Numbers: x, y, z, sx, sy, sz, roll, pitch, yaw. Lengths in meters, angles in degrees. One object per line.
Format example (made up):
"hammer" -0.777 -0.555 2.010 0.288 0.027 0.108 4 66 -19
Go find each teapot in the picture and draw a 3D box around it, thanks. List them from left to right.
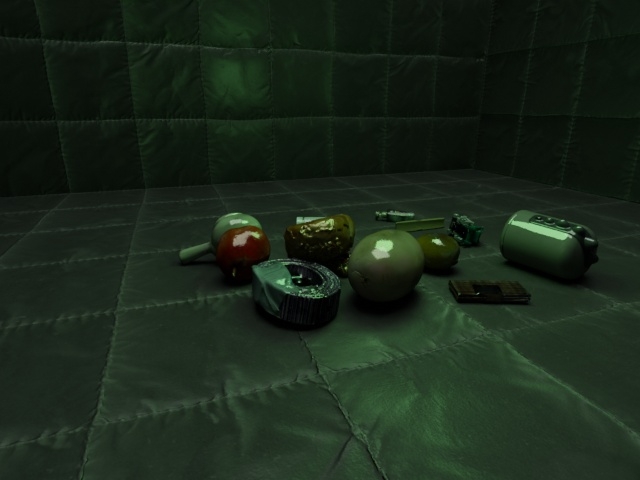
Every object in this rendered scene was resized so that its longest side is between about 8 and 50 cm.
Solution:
"teapot" -0.386 -0.005 1.593 0.317 0.220 0.149 -16 50 -29

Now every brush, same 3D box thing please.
"brush" 0.496 -0.080 2.045 0.281 0.054 0.048 -7 11 -20

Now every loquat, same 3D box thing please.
"loquat" 0.431 0.040 1.545 0.195 0.152 0.152 24 29 34

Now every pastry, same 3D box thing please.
"pastry" 0.000 0.000 1.487 0.254 0.162 0.310 -13 5 25

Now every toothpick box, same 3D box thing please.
"toothpick box" 0.851 0.010 1.497 0.228 0.229 0.316 -11 22 -30

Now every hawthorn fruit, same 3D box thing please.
"hawthorn fruit" -0.279 0.060 1.437 0.196 0.197 0.226 3 33 7

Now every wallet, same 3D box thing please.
"wallet" 0.548 0.163 1.334 0.229 0.042 0.124 3 16 2

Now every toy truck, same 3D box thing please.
"toy truck" 0.671 -0.046 1.873 0.116 0.111 0.216 12 17 -4

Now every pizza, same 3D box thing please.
"pizza" 0.075 0.073 1.573 0.198 0.062 0.188 9 18 29

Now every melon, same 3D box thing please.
"melon" 0.211 0.079 1.307 0.222 0.224 0.316 11 21 29

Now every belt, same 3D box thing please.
"belt" -0.074 0.149 1.256 0.259 0.123 0.325 1 19 -23

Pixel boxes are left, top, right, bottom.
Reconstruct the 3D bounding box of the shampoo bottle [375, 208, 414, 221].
"shampoo bottle" 0.399 -0.130 2.190 0.207 0.064 0.057 5 29 10

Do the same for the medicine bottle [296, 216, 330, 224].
"medicine bottle" -0.022 -0.070 1.962 0.183 0.086 0.086 0 18 1
